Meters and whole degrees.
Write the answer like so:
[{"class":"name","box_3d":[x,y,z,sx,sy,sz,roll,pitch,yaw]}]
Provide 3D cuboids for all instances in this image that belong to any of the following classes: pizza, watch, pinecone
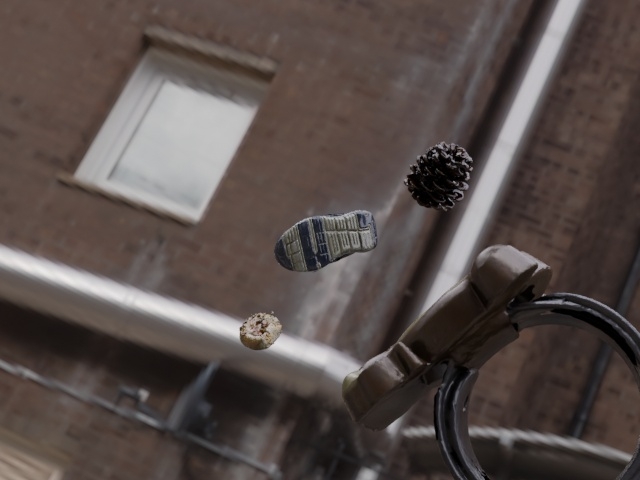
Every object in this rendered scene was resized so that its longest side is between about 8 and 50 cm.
[{"class":"pizza","box_3d":[-0.050,0.074,1.154,0.083,0.037,0.016,-116,-176,-77]},{"class":"watch","box_3d":[0.251,0.214,1.739,0.327,0.335,0.314,51,1,17]},{"class":"pinecone","box_3d":[0.142,-0.075,1.624,0.077,0.077,0.083,30,-42,-10]}]

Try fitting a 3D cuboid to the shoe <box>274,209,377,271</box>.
[{"class":"shoe","box_3d":[0.000,0.000,1.663,0.071,0.143,0.064,-9,-84,53]}]
